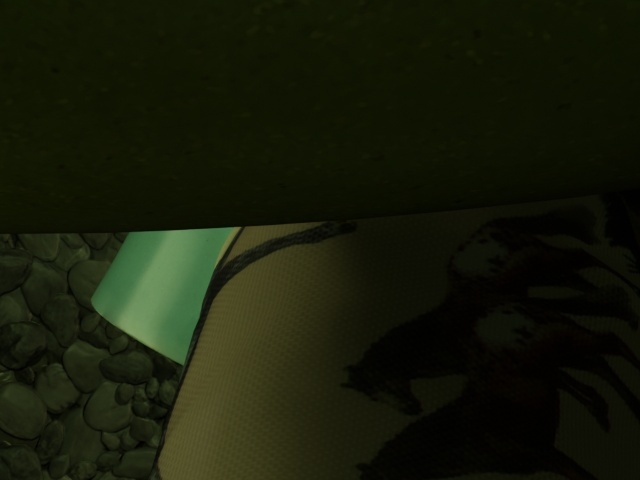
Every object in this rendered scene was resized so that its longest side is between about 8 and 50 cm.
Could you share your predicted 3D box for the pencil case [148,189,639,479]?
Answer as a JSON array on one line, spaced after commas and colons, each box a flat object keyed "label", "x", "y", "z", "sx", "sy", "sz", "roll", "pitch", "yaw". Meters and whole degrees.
[{"label": "pencil case", "x": 0.028, "y": 0.134, "z": 0.451, "sx": 0.410, "sy": 0.183, "sz": 0.160, "roll": -77, "pitch": 3, "yaw": -46}]

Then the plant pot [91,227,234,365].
[{"label": "plant pot", "x": 0.000, "y": 0.000, "z": 1.416, "sx": 0.293, "sy": 0.293, "sz": 0.235, "roll": -86, "pitch": 21, "yaw": -87}]

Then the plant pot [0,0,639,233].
[{"label": "plant pot", "x": 0.009, "y": -0.115, "z": 0.390, "sx": 0.275, "sy": 0.293, "sz": 0.275, "roll": -170, "pitch": 90, "yaw": -89}]
